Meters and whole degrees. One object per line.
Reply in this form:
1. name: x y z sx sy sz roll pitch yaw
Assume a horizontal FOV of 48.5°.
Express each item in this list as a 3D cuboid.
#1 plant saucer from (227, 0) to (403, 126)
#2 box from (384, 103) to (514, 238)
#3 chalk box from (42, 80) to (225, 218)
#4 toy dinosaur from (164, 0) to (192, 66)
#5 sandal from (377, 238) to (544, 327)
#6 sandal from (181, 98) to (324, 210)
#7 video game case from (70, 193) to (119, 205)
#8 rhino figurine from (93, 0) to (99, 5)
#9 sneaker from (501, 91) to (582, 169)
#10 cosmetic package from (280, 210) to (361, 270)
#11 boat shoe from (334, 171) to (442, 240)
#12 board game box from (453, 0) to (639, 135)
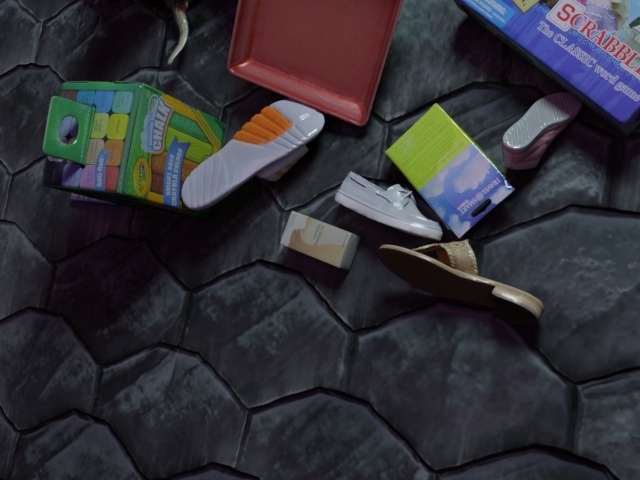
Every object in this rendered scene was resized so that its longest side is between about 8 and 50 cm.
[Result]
1. plant saucer: -0.004 -0.341 1.093 0.258 0.048 0.259 25 121 14
2. box: 0.189 -0.099 1.034 0.109 0.042 0.178 -44 67 16
3. chalk box: -0.318 -0.151 1.161 0.179 0.289 0.180 8 87 28
4. toy dinosaur: -0.251 -0.452 1.288 0.118 0.064 0.268 -31 60 37
5. sandal: 0.205 0.039 1.004 0.240 0.088 0.079 23 62 21
6. sandal: -0.108 -0.132 1.168 0.265 0.076 0.102 -34 61 4
7. video game case: -0.421 -0.154 1.369 0.119 0.015 0.166 7 86 28
8. rhino figurine: -0.445 -0.578 1.407 0.106 0.073 0.243 -10 80 38
9. sneaker: 0.303 -0.148 0.985 0.134 0.070 0.051 -37 58 -14
10. cosmetic package: 0.000 0.000 1.118 0.115 0.041 0.060 20 92 28
11. boat shoe: 0.107 -0.054 1.064 0.184 0.066 0.063 26 96 37
12. board game box: 0.390 -0.359 0.933 0.319 0.066 0.318 46 104 23
